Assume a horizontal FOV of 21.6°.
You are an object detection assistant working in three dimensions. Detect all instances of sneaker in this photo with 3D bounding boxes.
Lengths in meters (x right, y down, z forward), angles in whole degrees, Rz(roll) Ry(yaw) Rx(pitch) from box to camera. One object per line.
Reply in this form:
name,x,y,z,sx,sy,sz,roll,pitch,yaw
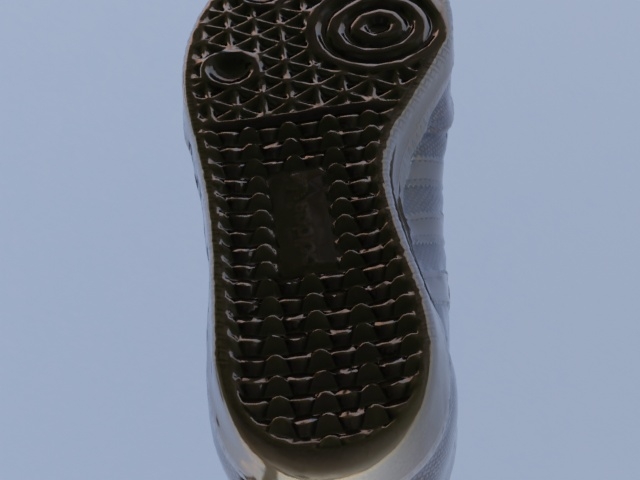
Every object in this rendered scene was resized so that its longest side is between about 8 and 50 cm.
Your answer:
sneaker,0.000,0.000,0.406,0.066,0.071,0.188,0,-136,5
